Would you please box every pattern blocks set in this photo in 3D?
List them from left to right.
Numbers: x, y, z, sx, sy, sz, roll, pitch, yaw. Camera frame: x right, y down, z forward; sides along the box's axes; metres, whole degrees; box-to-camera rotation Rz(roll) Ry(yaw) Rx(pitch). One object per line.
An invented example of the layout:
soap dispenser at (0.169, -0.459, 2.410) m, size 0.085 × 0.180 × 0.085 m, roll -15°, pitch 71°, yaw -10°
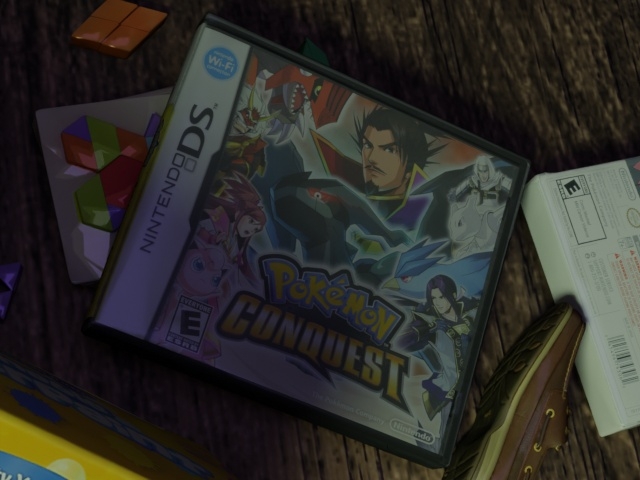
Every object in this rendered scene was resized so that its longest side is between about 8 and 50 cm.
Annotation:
pattern blocks set at (-0.114, -0.047, 0.967) m, size 0.325 × 0.026 × 0.285 m, roll -25°, pitch 80°, yaw -23°

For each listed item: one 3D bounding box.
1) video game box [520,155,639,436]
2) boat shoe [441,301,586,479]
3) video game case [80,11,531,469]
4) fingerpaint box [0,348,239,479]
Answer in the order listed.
video game box at (0.272, 0.032, 1.040) m, size 0.187 × 0.048 × 0.205 m, roll -11°, pitch 75°, yaw -18°
boat shoe at (0.149, 0.129, 0.964) m, size 0.060 × 0.064 × 0.178 m, roll 33°, pitch 72°, yaw -8°
video game case at (0.000, 0.000, 0.954) m, size 0.275 × 0.035 × 0.248 m, roll 23°, pitch 69°, yaw -13°
fingerpaint box at (-0.293, 0.190, 0.605) m, size 0.445 × 0.163 × 0.371 m, roll 33°, pitch 88°, yaw -28°
